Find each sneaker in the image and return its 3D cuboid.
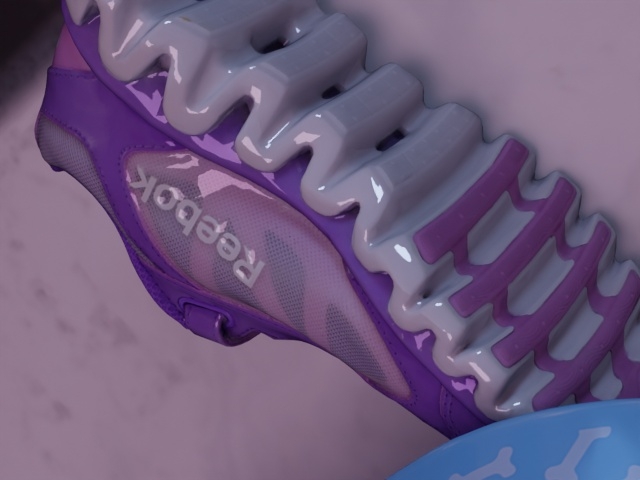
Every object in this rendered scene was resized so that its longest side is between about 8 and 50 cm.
[{"bbox_3d":[0.000,0.000,0.596,0.236,0.095,0.104,43,127,11],"label":"sneaker"}]

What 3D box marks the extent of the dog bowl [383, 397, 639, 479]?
[{"bbox_3d":[0.046,0.135,0.570,0.166,0.074,0.297,19,142,-29],"label":"dog bowl"}]
